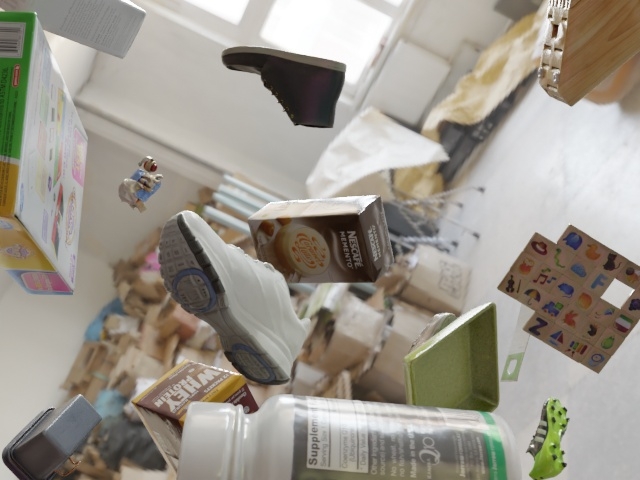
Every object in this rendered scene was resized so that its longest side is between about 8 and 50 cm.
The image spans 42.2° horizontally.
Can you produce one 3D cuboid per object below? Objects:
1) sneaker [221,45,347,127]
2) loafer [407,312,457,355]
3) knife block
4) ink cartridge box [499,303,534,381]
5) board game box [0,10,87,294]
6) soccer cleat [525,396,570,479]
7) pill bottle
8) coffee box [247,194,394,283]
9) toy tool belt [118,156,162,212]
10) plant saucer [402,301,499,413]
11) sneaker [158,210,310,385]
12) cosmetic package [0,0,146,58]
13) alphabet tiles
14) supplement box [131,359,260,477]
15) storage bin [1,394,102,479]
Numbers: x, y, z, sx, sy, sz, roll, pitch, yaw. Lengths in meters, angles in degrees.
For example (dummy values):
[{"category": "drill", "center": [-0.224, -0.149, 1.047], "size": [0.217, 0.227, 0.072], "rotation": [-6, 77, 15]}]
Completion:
[{"category": "sneaker", "center": [-0.073, -0.259, 1.406], "size": [0.083, 0.222, 0.118], "rotation": [-8, -71, -74]}, {"category": "loafer", "center": [0.165, 0.162, 1.286], "size": [0.125, 0.045, 0.039], "rotation": [-48, 27, -24]}, {"category": "knife block", "center": [0.403, -0.299, 0.994], "size": [0.088, 0.242, 0.275], "rotation": [-95, 8, -72]}, {"category": "ink cartridge box", "center": [0.426, 0.174, 1.655], "size": [0.171, 0.056, 0.235], "rotation": [82, -157, -80]}, {"category": "board game box", "center": [-0.352, -0.087, 1.011], "size": [0.316, 0.064, 0.242], "rotation": [105, 165, -70]}, {"category": "soccer cleat", "center": [0.404, 0.353, 1.489], "size": [0.072, 0.060, 0.179], "rotation": [-40, 14, 36]}, {"category": "pill bottle", "center": [0.024, 0.281, 0.932], "size": [0.204, 0.361, 0.204], "rotation": [-175, 90, -86]}, {"category": "coffee box", "center": [0.000, 0.000, 1.577], "size": [0.098, 0.247, 0.141], "rotation": [-39, -60, -53]}, {"category": "toy tool belt", "center": [-0.263, -0.082, 1.257], "size": [0.083, 0.051, 0.052], "rotation": [-54, -16, -24]}, {"category": "plant saucer", "center": [0.181, 0.199, 1.181], "size": [0.188, 0.045, 0.188], "rotation": [-29, -57, -36]}, {"category": "sneaker", "center": [-0.120, 0.070, 1.175], "size": [0.111, 0.297, 0.129], "rotation": [-6, 38, 39]}, {"category": "cosmetic package", "center": [-0.351, -0.327, 1.124], "size": [0.085, 0.117, 0.231], "rotation": [-60, -17, 12]}, {"category": "alphabet tiles", "center": [0.430, 0.092, 1.406], "size": [0.198, 0.237, 0.009], "rotation": [-58, 5, 16]}, {"category": "supplement box", "center": [-0.196, 0.332, 1.451], "size": [0.129, 0.191, 0.194], "rotation": [-37, 24, -32]}, {"category": "storage bin", "center": [-0.398, 0.306, 1.271], "size": [0.091, 0.098, 0.135], "rotation": [-37, 8, 28]}]
